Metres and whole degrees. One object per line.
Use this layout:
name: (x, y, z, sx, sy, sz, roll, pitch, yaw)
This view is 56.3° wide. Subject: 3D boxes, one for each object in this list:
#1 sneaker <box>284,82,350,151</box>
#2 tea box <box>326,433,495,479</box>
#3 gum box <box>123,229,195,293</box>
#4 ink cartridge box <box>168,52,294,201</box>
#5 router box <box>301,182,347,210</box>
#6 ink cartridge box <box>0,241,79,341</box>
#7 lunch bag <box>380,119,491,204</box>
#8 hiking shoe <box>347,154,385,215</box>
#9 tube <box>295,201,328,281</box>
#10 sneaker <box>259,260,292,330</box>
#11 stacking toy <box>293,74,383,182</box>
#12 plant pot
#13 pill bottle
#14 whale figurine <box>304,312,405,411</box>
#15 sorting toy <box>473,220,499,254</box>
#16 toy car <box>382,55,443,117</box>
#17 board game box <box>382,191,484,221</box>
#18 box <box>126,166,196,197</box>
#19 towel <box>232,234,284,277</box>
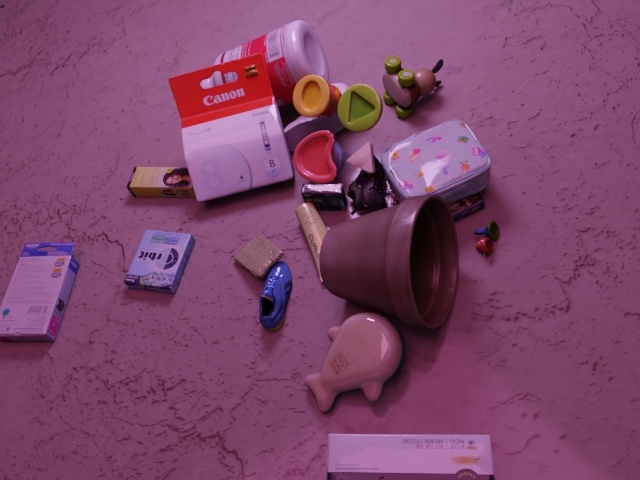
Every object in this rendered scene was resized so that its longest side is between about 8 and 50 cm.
sneaker: (-0.013, -0.403, 1.935, 0.292, 0.108, 0.169, -26, 42, 1)
tea box: (0.186, 0.573, 1.193, 0.328, 0.220, 0.324, -3, 57, 12)
gum box: (-0.476, 0.061, 1.777, 0.156, 0.041, 0.185, 5, 59, 16)
ink cartridge box: (-0.272, -0.338, 1.808, 0.307, 0.385, 0.091, -14, 14, 5)
router box: (0.012, -0.127, 1.748, 0.122, 0.092, 0.038, 0, 59, 14)
ink cartridge box: (-0.846, 0.151, 1.797, 0.185, 0.065, 0.311, -2, 60, 12)
lunch bag: (0.317, -0.194, 1.657, 0.279, 0.108, 0.224, -24, 59, -2)
hiking shoe: (0.124, -0.173, 1.750, 0.114, 0.086, 0.227, -26, 33, 27)
tube: (0.000, 0.000, 1.695, 0.070, 0.062, 0.240, -42, 58, 30)
sneaker: (-0.125, 0.137, 1.623, 0.069, 0.082, 0.210, -1, 57, 15)
stacking toy: (0.065, -0.319, 1.754, 0.279, 0.130, 0.309, 6, 96, 27)
plant pot: (0.163, 0.048, 1.503, 0.280, 0.323, 0.323, 1, 57, 33)
pill bottle: (-0.196, -0.532, 1.937, 0.407, 0.229, 0.229, -14, 55, 25)
whale figurine: (0.089, 0.301, 1.460, 0.272, 0.141, 0.216, -46, 56, 13)
sorting toy: (0.440, -0.009, 1.604, 0.042, 0.061, 0.102, -11, 40, 48)
toy car: (0.305, -0.506, 1.889, 0.188, 0.155, 0.149, -25, 56, -14)
board game box: (0.316, -0.109, 1.694, 0.243, 0.042, 0.165, -26, 56, -3)
box: (-0.501, -0.189, 1.929, 0.232, 0.058, 0.087, 1, 59, 14)
towel: (-0.177, 0.045, 1.706, 0.110, 0.027, 0.148, -46, 41, -15)
